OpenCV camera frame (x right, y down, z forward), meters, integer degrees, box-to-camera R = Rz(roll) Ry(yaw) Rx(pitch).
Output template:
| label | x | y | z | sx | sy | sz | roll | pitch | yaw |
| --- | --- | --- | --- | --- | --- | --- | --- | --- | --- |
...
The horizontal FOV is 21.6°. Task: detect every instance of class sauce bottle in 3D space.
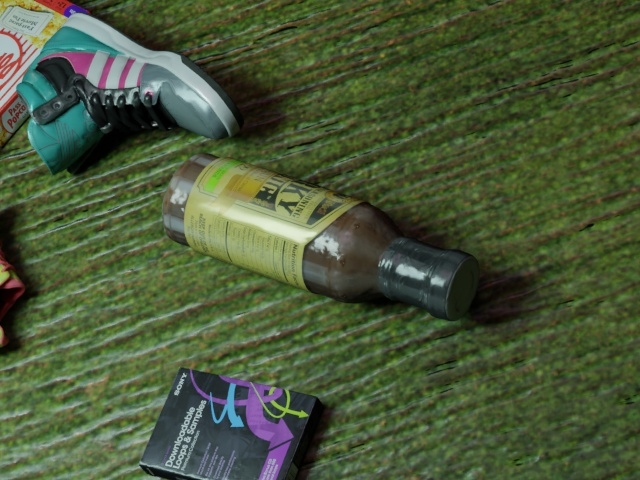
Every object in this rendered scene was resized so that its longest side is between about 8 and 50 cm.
| label | x | y | z | sx | sy | sz | roll | pitch | yaw |
| --- | --- | --- | --- | --- | --- | --- | --- | --- | --- |
| sauce bottle | 0.000 | 0.000 | 1.733 | 0.344 | 0.111 | 0.111 | 18 | 66 | 27 |

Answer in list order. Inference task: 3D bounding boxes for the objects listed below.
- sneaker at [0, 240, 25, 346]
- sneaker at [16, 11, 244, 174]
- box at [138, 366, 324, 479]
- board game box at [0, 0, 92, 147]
| label | x | y | z | sx | sy | sz | roll | pitch | yaw |
| --- | --- | --- | --- | --- | --- | --- | --- | --- | --- |
| sneaker | -0.371 | 0.039 | 1.867 | 0.094 | 0.081 | 0.208 | -3 | 63 | 9 |
| sneaker | -0.240 | -0.142 | 1.898 | 0.295 | 0.124 | 0.178 | 27 | 67 | 37 |
| box | -0.091 | 0.196 | 1.687 | 0.162 | 0.029 | 0.116 | 9 | 62 | 26 |
| board game box | -0.383 | -0.222 | 2.050 | 0.147 | 0.045 | 0.193 | 28 | 71 | 32 |
